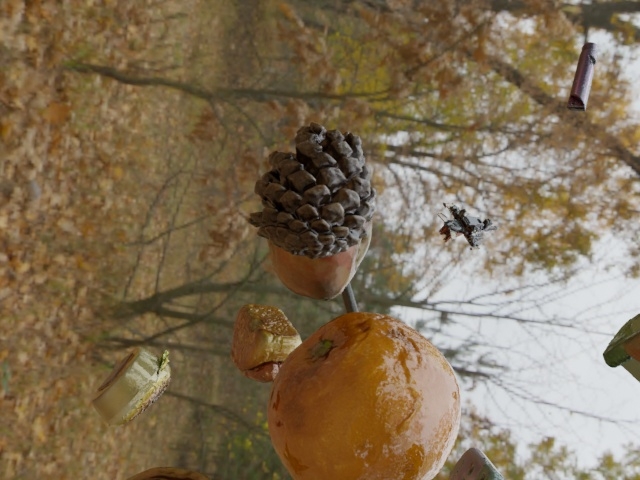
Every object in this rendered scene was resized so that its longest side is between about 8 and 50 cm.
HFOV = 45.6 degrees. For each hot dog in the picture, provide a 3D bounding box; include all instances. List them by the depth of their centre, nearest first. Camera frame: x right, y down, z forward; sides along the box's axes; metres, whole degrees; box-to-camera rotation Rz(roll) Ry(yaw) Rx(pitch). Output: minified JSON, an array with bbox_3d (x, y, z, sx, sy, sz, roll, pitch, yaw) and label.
[{"bbox_3d":[-0.135,0.262,1.859,0.256,0.150,0.153,-139,-118,-67],"label":"hot dog"}]

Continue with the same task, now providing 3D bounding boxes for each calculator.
[{"bbox_3d":[0.349,0.562,1.740,0.141,0.045,0.246,-60,-176,1],"label":"calculator"}]

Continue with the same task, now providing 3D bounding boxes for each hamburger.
[{"bbox_3d":[-0.286,0.224,1.179,0.126,0.081,0.141,-40,-166,32],"label":"hamburger"}]

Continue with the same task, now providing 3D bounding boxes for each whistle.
[{"bbox_3d":[0.477,-0.296,1.381,0.033,0.033,0.177,103,9,-57],"label":"whistle"}]

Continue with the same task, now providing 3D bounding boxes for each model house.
[{"bbox_3d":[1.023,0.349,2.165,0.194,0.325,0.267,-36,168,-35],"label":"model house"}]

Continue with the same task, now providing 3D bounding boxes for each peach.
[{"bbox_3d":[0.000,0.000,1.470,0.214,0.214,0.236,113,-20,-77],"label":"peach"}]

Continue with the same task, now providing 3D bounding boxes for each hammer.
[{"bbox_3d":[0.055,0.085,1.994,0.027,0.125,0.297,107,-29,-56],"label":"hammer"}]

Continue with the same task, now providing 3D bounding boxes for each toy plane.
[{"bbox_3d":[0.346,-0.034,1.716,0.135,0.188,0.062,67,-32,30],"label":"toy plane"}]

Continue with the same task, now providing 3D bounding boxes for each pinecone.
[{"bbox_3d":[-0.010,-0.074,1.163,0.179,0.184,0.205,-10,-104,49],"label":"pinecone"}]

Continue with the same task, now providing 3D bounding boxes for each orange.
[{"bbox_3d":[0.058,0.229,1.022,0.261,0.260,0.261,-172,-90,-87],"label":"orange"}]

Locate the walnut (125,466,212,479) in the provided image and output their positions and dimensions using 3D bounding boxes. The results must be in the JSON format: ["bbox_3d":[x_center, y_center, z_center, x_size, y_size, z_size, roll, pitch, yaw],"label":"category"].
[{"bbox_3d":[-0.194,0.394,1.011,0.087,0.211,0.167,51,41,-46],"label":"walnut"}]
